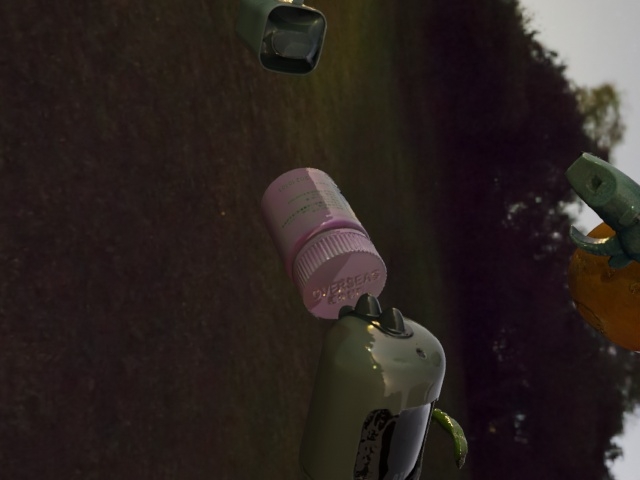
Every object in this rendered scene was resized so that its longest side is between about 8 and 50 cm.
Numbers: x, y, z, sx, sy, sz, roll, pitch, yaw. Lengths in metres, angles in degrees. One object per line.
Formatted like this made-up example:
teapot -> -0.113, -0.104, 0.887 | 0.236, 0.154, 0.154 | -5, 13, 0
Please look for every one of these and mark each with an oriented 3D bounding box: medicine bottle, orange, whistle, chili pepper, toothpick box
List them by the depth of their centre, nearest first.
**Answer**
whistle -> 0.481, -0.028, 1.030 | 0.093, 0.269, 0.180 | -34, 162, -53
toothpick box -> 0.082, 0.249, 1.135 | 0.229, 0.228, 0.317 | -68, 169, -71
orange -> 0.561, 0.073, 1.201 | 0.246, 0.246, 0.246 | -7, 90, -80
medicine bottle -> 0.000, 0.000, 1.365 | 0.291, 0.178, 0.178 | -120, -169, -47
chili pepper -> 0.303, 0.449, 1.595 | 0.202, 0.050, 0.052 | -122, -163, -70

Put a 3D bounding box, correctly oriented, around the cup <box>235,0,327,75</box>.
cup -> -0.058, -0.319, 0.993 | 0.129, 0.095, 0.128 | 50, -47, 50
